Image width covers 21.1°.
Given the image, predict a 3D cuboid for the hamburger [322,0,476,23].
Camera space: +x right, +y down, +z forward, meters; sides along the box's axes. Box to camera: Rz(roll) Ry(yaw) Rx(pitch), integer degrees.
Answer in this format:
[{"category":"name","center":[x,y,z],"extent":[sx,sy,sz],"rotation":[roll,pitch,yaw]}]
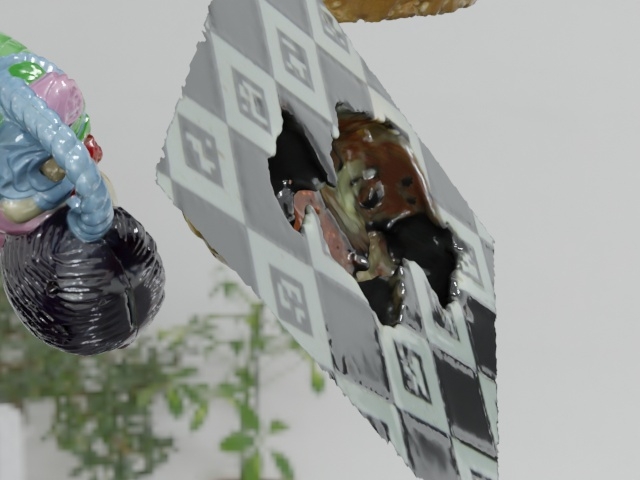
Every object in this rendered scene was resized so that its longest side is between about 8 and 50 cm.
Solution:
[{"category":"hamburger","center":[0.052,-0.330,1.604],"extent":[0.330,0.209,0.162],"rotation":[-11,48,-25]}]

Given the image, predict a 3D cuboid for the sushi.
[{"category":"sushi","center":[0.000,0.000,0.920],"extent":[0.059,0.294,0.292],"rotation":[-26,30,22]}]

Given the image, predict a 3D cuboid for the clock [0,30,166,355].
[{"category":"clock","center":[-0.179,-0.033,1.043],"extent":[0.100,0.194,0.195],"rotation":[-38,62,-22]}]
